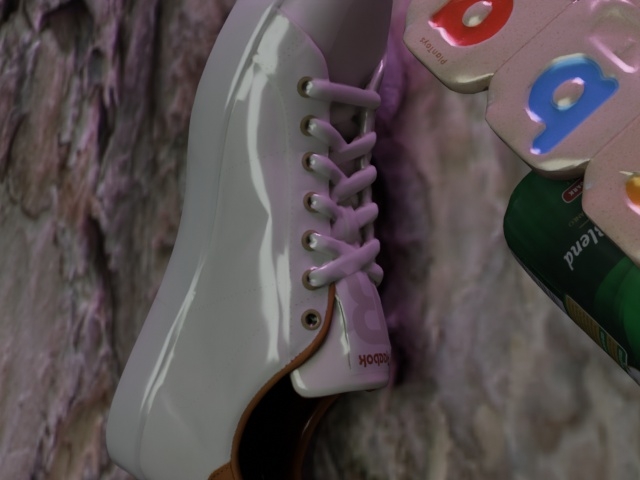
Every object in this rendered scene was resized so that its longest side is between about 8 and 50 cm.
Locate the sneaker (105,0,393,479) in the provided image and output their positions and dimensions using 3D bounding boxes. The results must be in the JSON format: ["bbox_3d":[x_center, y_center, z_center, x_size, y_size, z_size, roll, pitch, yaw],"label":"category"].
[{"bbox_3d":[0.000,0.000,0.622,0.123,0.106,0.290,25,105,33],"label":"sneaker"}]

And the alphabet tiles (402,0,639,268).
[{"bbox_3d":[0.176,-0.123,0.486,0.278,0.021,0.284,-42,54,2],"label":"alphabet tiles"}]

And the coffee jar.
[{"bbox_3d":[0.153,0.032,0.475,0.096,0.079,0.184,-39,55,4],"label":"coffee jar"}]
